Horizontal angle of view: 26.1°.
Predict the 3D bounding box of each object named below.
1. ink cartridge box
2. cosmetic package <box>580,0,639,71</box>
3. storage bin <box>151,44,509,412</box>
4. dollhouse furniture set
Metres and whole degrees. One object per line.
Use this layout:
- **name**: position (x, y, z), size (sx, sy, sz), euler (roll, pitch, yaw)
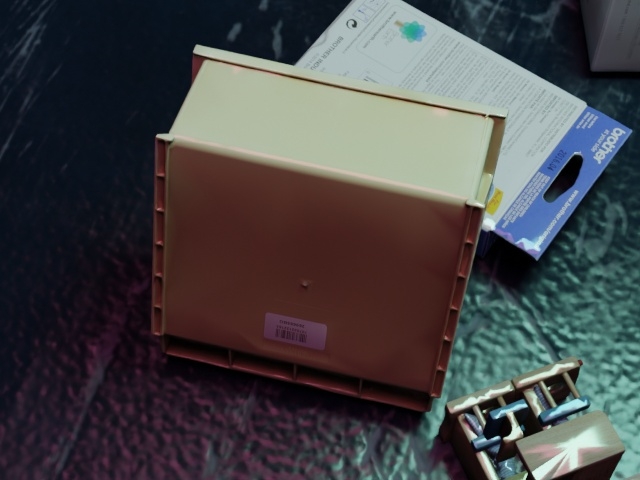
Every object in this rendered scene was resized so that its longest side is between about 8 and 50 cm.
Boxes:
- **ink cartridge box**: position (0.121, -0.110, 1.343), size (0.311, 0.065, 0.186), euler (31, 63, 18)
- **cosmetic package**: position (0.463, -0.294, 1.408), size (0.385, 0.156, 0.217), euler (-2, 57, -2)
- **storage bin**: position (0.000, 0.000, 1.165), size (0.262, 0.260, 0.123), euler (12, 42, 5)
- **dollhouse furniture set**: position (0.189, 0.153, 1.116), size (0.129, 0.183, 0.129), euler (-19, 61, -13)
